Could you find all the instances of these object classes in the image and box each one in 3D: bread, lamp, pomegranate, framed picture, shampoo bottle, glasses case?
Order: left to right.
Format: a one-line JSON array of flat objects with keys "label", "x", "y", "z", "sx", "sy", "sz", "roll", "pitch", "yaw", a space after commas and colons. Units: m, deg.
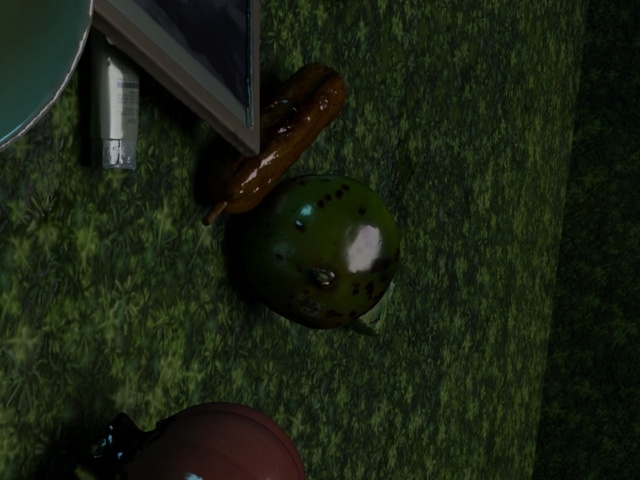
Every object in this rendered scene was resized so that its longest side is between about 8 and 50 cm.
[{"label": "shampoo bottle", "x": -0.222, "y": -0.182, "z": 1.484, "sx": 0.072, "sy": 0.049, "sz": 0.212, "roll": -5, "pitch": 97, "yaw": -69}, {"label": "lamp", "x": -0.160, "y": 0.296, "z": 1.461, "sx": 0.305, "sy": 0.240, "sz": 0.305, "roll": -49, "pitch": -177, "yaw": 3}, {"label": "framed picture", "x": -0.165, "y": -0.318, "z": 1.536, "sx": 0.446, "sy": 0.028, "sz": 0.326, "roll": 38, "pitch": 47, "yaw": -62}, {"label": "bread", "x": -0.068, "y": -0.124, "z": 1.778, "sx": 0.344, "sy": 0.084, "sz": 0.124, "roll": -51, "pitch": 171, "yaw": -45}, {"label": "pomegranate", "x": 0.000, "y": 0.000, "z": 1.836, "sx": 0.263, "sy": 0.211, "sz": 0.211, "roll": -91, "pitch": 172, "yaw": -62}, {"label": "glasses case", "x": 0.030, "y": 0.056, "z": 2.060, "sx": 0.272, "sy": 0.062, "sz": 0.095, "roll": 45, "pitch": 59, "yaw": -58}]

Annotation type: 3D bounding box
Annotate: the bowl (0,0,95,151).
[{"label": "bowl", "x": -0.334, "y": -0.201, "z": 1.020, "sx": 0.307, "sy": 0.163, "sz": 0.307, "roll": -7, "pitch": 103, "yaw": -30}]
